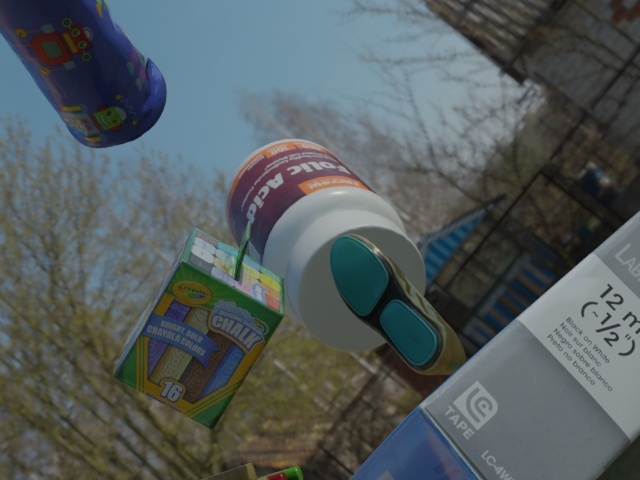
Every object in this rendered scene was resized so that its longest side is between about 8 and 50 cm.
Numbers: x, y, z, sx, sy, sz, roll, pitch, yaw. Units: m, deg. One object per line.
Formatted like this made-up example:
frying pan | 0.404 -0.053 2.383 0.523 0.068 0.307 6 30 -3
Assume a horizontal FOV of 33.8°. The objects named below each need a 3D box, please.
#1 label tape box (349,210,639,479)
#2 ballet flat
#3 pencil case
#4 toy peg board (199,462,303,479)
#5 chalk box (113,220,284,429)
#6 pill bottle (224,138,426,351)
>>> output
label tape box | 0.197 0.091 0.788 0.347 0.115 0.249 -35 -14 -22
ballet flat | 0.088 0.080 1.235 0.073 0.232 0.080 21 -67 -44
pencil case | -0.258 -0.227 1.025 0.119 0.133 0.306 -20 -39 4
toy peg board | -0.058 0.334 1.209 0.079 0.161 0.160 -19 -10 12
chalk box | -0.123 0.080 1.217 0.213 0.132 0.132 -57 10 15
pill bottle | 0.000 0.000 1.594 0.224 0.224 0.392 -51 26 5
